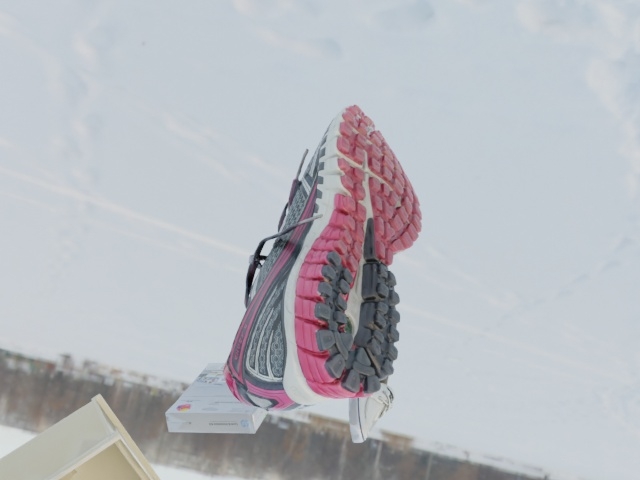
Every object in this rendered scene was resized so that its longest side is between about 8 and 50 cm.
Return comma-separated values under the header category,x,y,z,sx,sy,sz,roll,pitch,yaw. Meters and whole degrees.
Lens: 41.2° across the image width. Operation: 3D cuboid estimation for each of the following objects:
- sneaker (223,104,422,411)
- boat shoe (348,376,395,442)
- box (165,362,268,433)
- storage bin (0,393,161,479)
category,x,y,z,sx,sy,sz,roll,pitch,yaw
sneaker,0.000,0.000,0.682,0.112,0.299,0.121,-22,122,32
boat shoe,0.045,0.132,0.717,0.035,0.035,0.100,-5,-157,12
box,-0.147,0.252,1.386,0.145,0.038,0.186,-3,-165,14
storage bin,-0.340,0.391,1.152,0.123,0.262,0.260,37,156,56
